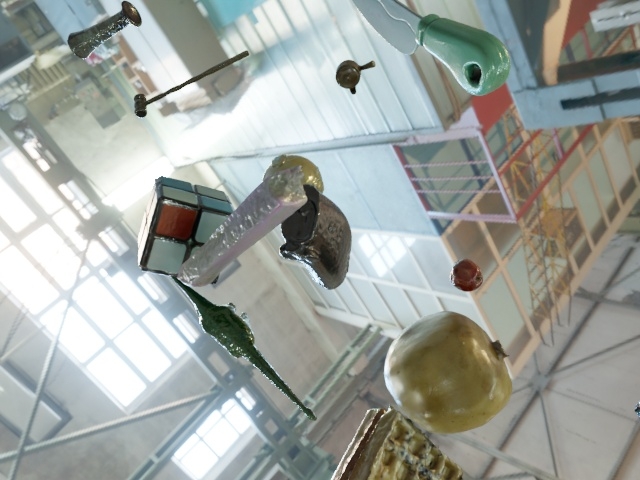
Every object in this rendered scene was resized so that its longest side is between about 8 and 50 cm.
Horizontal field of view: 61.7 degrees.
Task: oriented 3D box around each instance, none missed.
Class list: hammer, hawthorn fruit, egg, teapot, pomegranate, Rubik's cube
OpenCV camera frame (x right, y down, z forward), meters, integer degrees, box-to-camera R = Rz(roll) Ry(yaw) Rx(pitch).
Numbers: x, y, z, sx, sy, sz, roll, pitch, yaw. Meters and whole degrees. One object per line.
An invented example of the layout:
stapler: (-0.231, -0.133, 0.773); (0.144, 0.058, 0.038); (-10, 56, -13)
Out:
hammer: (-0.287, -0.354, 1.185); (0.292, 0.029, 0.058); (-22, -123, 11)
hawthorn fruit: (0.390, 0.093, 1.419); (0.093, 0.093, 0.093); (-27, -155, 13)
egg: (-0.073, -0.138, 1.371); (0.164, 0.164, 0.201); (-26, -164, 15)
teapot: (0.097, -0.440, 1.411); (0.110, 0.085, 0.080); (-19, -147, 20)
pomegranate: (0.336, 0.342, 1.410); (0.332, 0.332, 0.332); (-27, -155, 13)
Rubik's cube: (-0.307, -0.027, 1.223); (0.180, 0.183, 0.167); (-67, -153, 16)

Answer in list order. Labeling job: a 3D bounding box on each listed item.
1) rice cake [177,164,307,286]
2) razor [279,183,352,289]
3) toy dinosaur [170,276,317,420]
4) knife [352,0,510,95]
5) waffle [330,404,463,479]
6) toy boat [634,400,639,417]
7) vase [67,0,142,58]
rice cake: (-0.152, -0.006, 0.966); (0.070, 0.064, 0.399); (-15, 164, -44)
razor: (0.004, 0.000, 1.281); (0.107, 0.327, 0.189); (5, -106, 17)
toy dinosaur: (-0.200, 0.218, 1.192); (0.087, 0.447, 0.301); (-49, -166, 1)
knife: (0.097, -0.226, 0.571); (0.035, 0.063, 0.260); (-29, -128, -17)
waffle: (0.125, 0.562, 1.077); (0.114, 0.261, 0.376); (-20, -150, 56)
toy boat: (0.620, 0.338, 0.962); (0.069, 0.058, 0.173); (11, -162, -3)
vase: (-0.465, -0.454, 1.155); (0.167, 0.059, 0.059); (-17, -152, 23)
